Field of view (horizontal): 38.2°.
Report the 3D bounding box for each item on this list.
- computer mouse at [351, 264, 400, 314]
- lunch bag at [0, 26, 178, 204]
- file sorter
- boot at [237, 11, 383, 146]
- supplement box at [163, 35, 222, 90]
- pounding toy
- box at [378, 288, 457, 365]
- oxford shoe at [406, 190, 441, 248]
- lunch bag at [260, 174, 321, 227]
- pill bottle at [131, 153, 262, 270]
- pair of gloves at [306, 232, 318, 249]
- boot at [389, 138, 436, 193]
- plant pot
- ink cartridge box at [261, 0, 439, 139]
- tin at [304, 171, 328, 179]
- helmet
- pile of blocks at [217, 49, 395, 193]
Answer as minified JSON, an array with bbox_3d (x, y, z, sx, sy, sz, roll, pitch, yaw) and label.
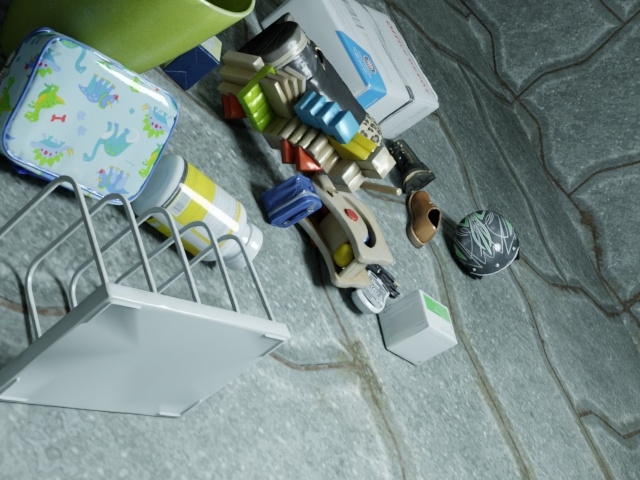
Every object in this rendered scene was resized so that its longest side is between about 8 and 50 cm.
[{"bbox_3d":[0.092,0.091,1.726,0.106,0.042,0.193,50,23,-2],"label":"computer mouse"},{"bbox_3d":[-0.302,-0.149,1.164,0.219,0.176,0.090,26,0,-45],"label":"lunch bag"},{"bbox_3d":[-0.211,0.069,1.035,0.277,0.193,0.173,21,39,-51],"label":"file sorter"},{"bbox_3d":[-0.019,-0.295,1.812,0.284,0.138,0.377,50,1,-18],"label":"boot"},{"bbox_3d":[-0.222,-0.322,1.612,0.056,0.083,0.083,41,29,-30],"label":"supplement box"},{"bbox_3d":[0.049,-0.055,1.654,0.154,0.155,0.269,24,30,-36],"label":"pounding toy"},{"bbox_3d":[0.181,0.163,1.725,0.101,0.102,0.087,33,35,-42],"label":"box"},{"bbox_3d":[0.249,-0.061,2.155,0.076,0.076,0.212,44,26,-21],"label":"oxford shoe"},{"bbox_3d":[-0.046,-0.065,1.599,0.067,0.098,0.065,13,51,-63],"label":"lunch bag"},{"bbox_3d":[-0.173,-0.034,1.328,0.184,0.103,0.103,39,30,-33],"label":"pill bottle"},{"bbox_3d":[0.000,0.000,1.707,0.083,0.010,0.074,38,28,-36],"label":"pair of gloves"},{"bbox_3d":[0.203,-0.187,2.242,0.137,0.077,0.198,54,11,7],"label":"boot"},{"bbox_3d":[-0.287,-0.329,1.252,0.275,0.293,0.275,41,29,-29],"label":"plant pot"},{"bbox_3d":[0.080,-0.405,2.157,0.395,0.166,0.285,-1,61,-60],"label":"ink cartridge box"},{"bbox_3d":[0.021,-0.097,1.835,0.106,0.040,0.190,27,37,-53],"label":"tin"},{"bbox_3d":[0.401,0.009,2.240,0.169,0.169,0.161,66,11,21],"label":"helmet"},{"bbox_3d":[-0.048,-0.198,1.605,0.362,0.112,0.149,32,-23,15],"label":"pile of blocks"}]
